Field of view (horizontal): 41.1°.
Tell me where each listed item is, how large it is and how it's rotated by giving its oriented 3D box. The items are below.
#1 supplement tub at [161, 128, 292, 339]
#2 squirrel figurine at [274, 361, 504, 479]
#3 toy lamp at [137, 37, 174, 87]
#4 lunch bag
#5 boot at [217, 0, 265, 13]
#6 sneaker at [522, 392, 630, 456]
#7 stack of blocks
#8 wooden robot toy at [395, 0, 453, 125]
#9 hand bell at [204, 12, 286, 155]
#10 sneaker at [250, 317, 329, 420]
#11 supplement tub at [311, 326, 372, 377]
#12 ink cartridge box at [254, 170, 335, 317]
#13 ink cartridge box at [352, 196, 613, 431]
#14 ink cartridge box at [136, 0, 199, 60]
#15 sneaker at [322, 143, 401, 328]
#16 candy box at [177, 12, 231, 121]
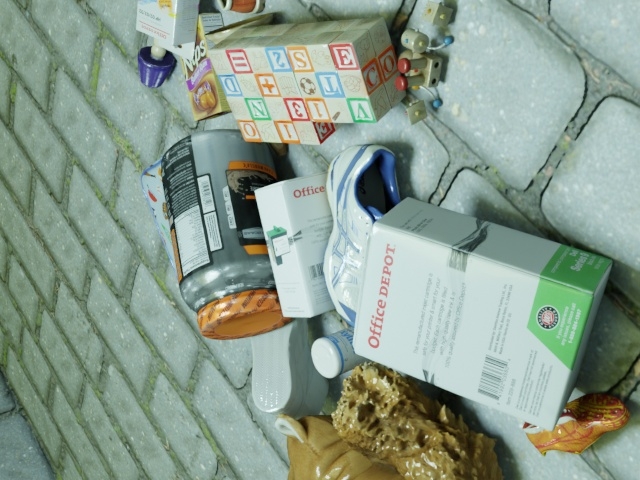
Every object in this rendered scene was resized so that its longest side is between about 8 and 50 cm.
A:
[{"bbox_3d":[-0.159,-0.009,1.503,0.207,0.207,0.337,-40,57,51],"label":"supplement tub"},{"bbox_3d":[0.094,0.376,1.390,0.370,0.281,0.396,45,122,47],"label":"squirrel figurine"},{"bbox_3d":[-0.316,-0.429,1.711,0.080,0.080,0.274,50,137,29],"label":"toy lamp"},{"bbox_3d":[-0.257,-0.046,1.754,0.243,0.115,0.303,-23,85,56],"label":"lunch bag"},{"bbox_3d":[-0.149,-0.472,1.476,0.059,0.085,0.157,0,102,54],"label":"boot"},{"bbox_3d":[0.349,0.249,1.139,0.067,0.064,0.175,51,147,-3],"label":"sneaker"},{"bbox_3d":[-0.018,-0.244,1.331,0.297,0.087,0.171,8,131,40],"label":"stack of blocks"},{"bbox_3d":[0.130,-0.257,1.212,0.079,0.076,0.173,44,135,49],"label":"wooden robot toy"},{"bbox_3d":[-0.105,-0.265,1.506,0.126,0.126,0.241,7,122,51],"label":"hand bell"},{"bbox_3d":[-0.054,0.198,1.586,0.108,0.169,0.292,-8,61,22],"label":"sneaker"},{"bbox_3d":[0.045,0.187,1.454,0.071,0.107,0.070,24,122,45],"label":"supplement tub"},{"bbox_3d":[0.000,0.000,1.398,0.093,0.160,0.219,-7,97,55],"label":"ink cartridge box"},{"bbox_3d":[0.204,0.088,1.121,0.289,0.121,0.211,20,121,22],"label":"ink cartridge box"},{"bbox_3d":[-0.283,-0.430,1.581,0.104,0.062,0.181,29,124,29],"label":"ink cartridge box"},{"bbox_3d":[0.071,-0.002,1.300,0.131,0.112,0.296,173,90,-68],"label":"sneaker"},{"bbox_3d":[-0.219,-0.332,1.644,0.109,0.053,0.186,-6,96,53],"label":"candy box"}]
